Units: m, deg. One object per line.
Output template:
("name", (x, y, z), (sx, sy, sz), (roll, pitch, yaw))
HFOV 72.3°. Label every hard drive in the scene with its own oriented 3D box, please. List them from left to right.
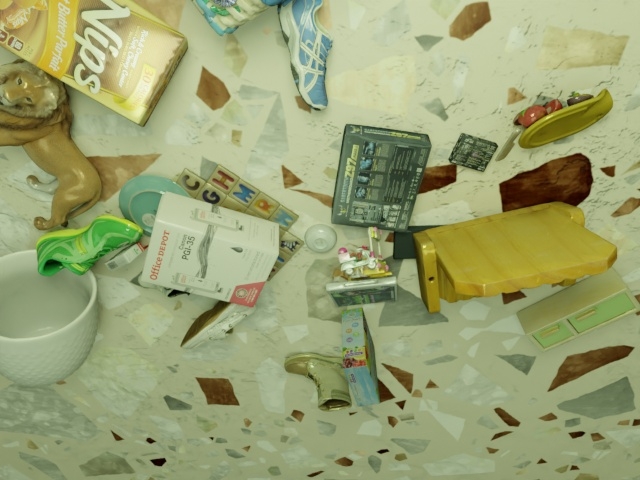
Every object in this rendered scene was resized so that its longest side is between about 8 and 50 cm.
("hard drive", (0.251, 0.005, 1.100), (0.135, 0.022, 0.094), (-2, 126, 4))

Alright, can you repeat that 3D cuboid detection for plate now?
("plate", (-0.396, -0.071, 1.061), (0.188, 0.024, 0.188), (1, 127, 1))

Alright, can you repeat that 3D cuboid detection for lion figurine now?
("lion figurine", (-0.581, -0.187, 0.950), (0.240, 0.142, 0.392), (-15, 139, 4))

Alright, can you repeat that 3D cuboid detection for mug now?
("mug", (-0.778, 0.203, 1.175), (0.374, 0.276, 0.328), (37, 133, 13))

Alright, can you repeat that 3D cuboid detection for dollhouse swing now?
("dollhouse swing", (0.417, 0.095, 0.968), (0.347, 0.305, 0.315), (-13, 125, 4))

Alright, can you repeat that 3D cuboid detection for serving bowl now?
("serving bowl", (0.000, 0.000, 1.106), (0.083, 0.027, 0.083), (2, 127, 3))

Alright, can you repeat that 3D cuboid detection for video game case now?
("video game case", (0.113, 0.137, 1.146), (0.173, 0.022, 0.190), (-6, 159, 8))

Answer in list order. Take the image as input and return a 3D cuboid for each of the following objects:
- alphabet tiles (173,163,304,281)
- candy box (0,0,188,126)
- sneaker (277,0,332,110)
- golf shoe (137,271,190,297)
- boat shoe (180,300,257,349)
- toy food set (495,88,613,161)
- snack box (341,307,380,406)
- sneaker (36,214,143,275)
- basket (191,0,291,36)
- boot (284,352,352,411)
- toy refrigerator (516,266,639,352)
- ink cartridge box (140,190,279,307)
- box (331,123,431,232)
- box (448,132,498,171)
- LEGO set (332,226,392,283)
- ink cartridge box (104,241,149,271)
("alphabet tiles", (-0.227, -0.027, 1.107), (0.342, 0.011, 0.285), (32, 122, -19))
("candy box", (-0.421, -0.365, 0.773), (0.316, 0.087, 0.183), (29, 92, -17))
("sneaker", (-0.014, -0.345, 0.818), (0.081, 0.080, 0.211), (-8, 127, 13))
("golf shoe", (-0.415, 0.115, 1.177), (0.176, 0.086, 0.069), (-4, 128, 8))
("boat shoe", (-0.293, 0.247, 1.260), (0.277, 0.098, 0.096), (-37, 116, 25))
("toy food set", (0.449, -0.246, 0.864), (0.218, 0.071, 0.128), (-19, 161, 5))
("snack box", (0.111, 0.324, 1.228), (0.070, 0.207, 0.174), (-11, 124, 11))
("sneaker", (-0.562, 0.023, 1.075), (0.295, 0.123, 0.109), (-15, 152, 14))
("basket", (-0.104, -0.470, 0.653), (0.289, 0.201, 0.255), (-29, 120, 33))
("boot", (-0.010, 0.434, 1.341), (0.213, 0.165, 0.077), (6, 126, -3))
("toy refrigerator", (0.686, 0.193, 1.174), (0.269, 0.094, 0.102), (-35, 118, 25))
("ink cartridge box", (-0.264, 0.029, 1.055), (0.283, 0.117, 0.207), (16, 127, -18))
("box", (0.127, -0.133, 0.981), (0.183, 0.059, 0.232), (6, 127, -2))
("box", (0.331, -0.191, 0.953), (0.083, 0.018, 0.067), (14, 126, -7))
("LEGO set", (0.097, 0.038, 1.052), (0.132, 0.107, 0.287), (-5, 171, -3))
("ink cartridge box", (-0.481, 0.031, 1.103), (0.063, 0.115, 0.029), (-23, 110, 18))
